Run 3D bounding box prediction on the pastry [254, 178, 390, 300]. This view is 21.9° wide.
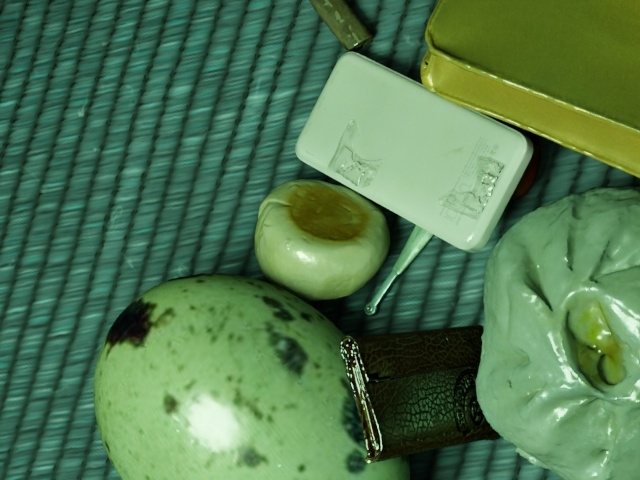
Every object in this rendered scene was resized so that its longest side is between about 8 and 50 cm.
[{"bbox_3d":[0.000,0.000,1.862,0.156,0.156,0.092,27,137,15],"label":"pastry"}]

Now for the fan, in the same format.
[{"bbox_3d":[0.107,0.005,1.895,0.038,0.016,0.193,37,96,17],"label":"fan"}]

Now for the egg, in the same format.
[{"bbox_3d":[-0.071,0.201,1.793,0.379,0.287,0.287,32,96,7],"label":"egg"}]

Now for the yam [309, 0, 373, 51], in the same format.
[{"bbox_3d":[-0.041,-0.359,1.941,0.327,0.045,0.045,56,135,9],"label":"yam"}]

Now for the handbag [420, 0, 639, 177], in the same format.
[{"bbox_3d":[0.331,-0.217,1.761,0.401,0.133,0.283,22,69,13],"label":"handbag"}]

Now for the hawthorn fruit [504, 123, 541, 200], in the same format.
[{"bbox_3d":[0.208,-0.094,1.841,0.081,0.081,0.093,23,88,15],"label":"hawthorn fruit"}]

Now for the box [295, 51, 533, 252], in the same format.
[{"bbox_3d":[0.098,-0.103,1.844,0.285,0.044,0.142,31,97,36],"label":"box"}]

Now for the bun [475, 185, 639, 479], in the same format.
[{"bbox_3d":[0.328,0.109,1.737,0.354,0.194,0.354,-1,88,17],"label":"bun"}]

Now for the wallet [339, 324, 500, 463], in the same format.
[{"bbox_3d":[0.116,0.160,1.771,0.039,0.243,0.133,-17,80,36],"label":"wallet"}]
